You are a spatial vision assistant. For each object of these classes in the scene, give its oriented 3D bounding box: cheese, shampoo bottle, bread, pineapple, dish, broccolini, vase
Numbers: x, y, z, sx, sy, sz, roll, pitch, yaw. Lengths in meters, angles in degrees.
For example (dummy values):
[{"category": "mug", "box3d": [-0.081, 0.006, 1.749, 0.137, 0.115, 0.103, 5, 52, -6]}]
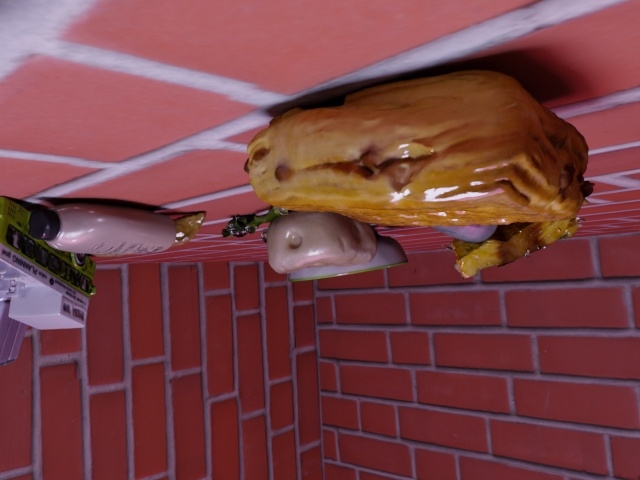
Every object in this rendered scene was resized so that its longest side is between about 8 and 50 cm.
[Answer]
[{"category": "cheese", "box3d": [0.000, 0.000, 1.186, 0.218, 0.117, 0.235, -4, 179, -16]}, {"category": "shampoo bottle", "box3d": [-0.339, -0.017, 0.947, 0.127, 0.078, 0.257, -10, 175, 24]}, {"category": "bread", "box3d": [0.083, -0.066, 0.486, 0.235, 0.099, 0.210, 1, 177, 38]}, {"category": "pineapple", "box3d": [0.324, -0.025, 1.063, 0.233, 0.079, 0.135, -23, -158, 5]}, {"category": "dish", "box3d": [0.066, 0.025, 1.617, 0.324, 0.124, 0.324, -9, 179, 0]}, {"category": "broccolini", "box3d": [-0.118, -0.047, 1.121, 0.057, 0.071, 0.254, 40, 156, -11]}, {"category": "vase", "box3d": [0.186, -0.048, 0.943, 0.214, 0.086, 0.086, 7, 171, -41]}]

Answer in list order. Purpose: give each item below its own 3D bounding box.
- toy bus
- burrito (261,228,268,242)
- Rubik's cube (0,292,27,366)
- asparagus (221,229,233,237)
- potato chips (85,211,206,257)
[{"category": "toy bus", "box3d": [-0.464, 0.041, 0.947, 0.113, 0.139, 0.302, -4, 158, 4]}, {"category": "burrito", "box3d": [-0.076, -0.011, 1.492, 0.149, 0.041, 0.055, -3, -171, 1]}, {"category": "Rubik's cube", "box3d": [-0.675, 0.107, 1.121, 0.231, 0.221, 0.224, 16, 172, -13]}, {"category": "asparagus", "box3d": [-0.209, -0.020, 1.424, 0.025, 0.021, 0.108, 0, 175, -29]}, {"category": "potato chips", "box3d": [-0.410, -0.007, 1.103, 0.407, 0.080, 0.057, -2, -174, -3]}]
